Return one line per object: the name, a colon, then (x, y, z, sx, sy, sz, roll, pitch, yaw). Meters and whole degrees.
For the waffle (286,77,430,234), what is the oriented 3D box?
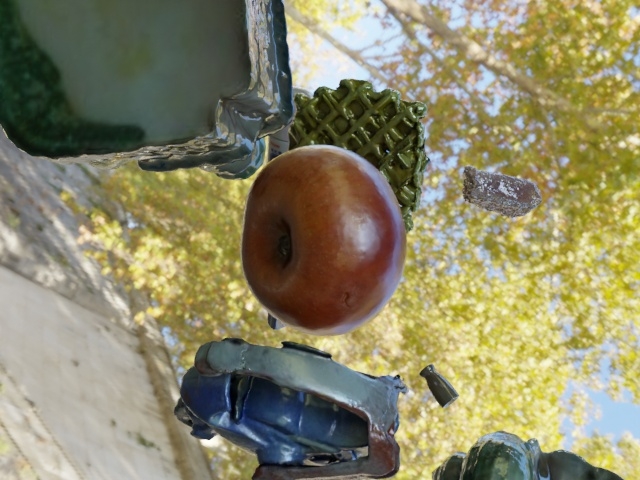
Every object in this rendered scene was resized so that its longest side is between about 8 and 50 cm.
waffle: (0.061, -0.148, 1.416, 0.073, 0.297, 0.317, -28, 125, -66)

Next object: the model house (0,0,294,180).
model house: (-0.144, -0.209, 0.734, 0.243, 0.284, 0.299, -7, -94, 16)

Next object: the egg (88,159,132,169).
egg: (-0.378, -0.222, 1.316, 0.228, 0.176, 0.177, 117, -13, -47)

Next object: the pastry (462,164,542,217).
pastry: (0.466, -0.129, 1.972, 0.112, 0.265, 0.103, -32, -132, 50)

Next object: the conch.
conch: (0.266, 0.343, 0.961, 0.277, 0.196, 0.220, 2, -150, 35)

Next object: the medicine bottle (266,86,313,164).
medicine bottle: (-0.075, -0.232, 1.918, 0.130, 0.130, 0.341, -106, -160, -58)

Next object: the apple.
apple: (0.000, 0.000, 1.064, 0.251, 0.206, 0.272, 24, -71, 52)

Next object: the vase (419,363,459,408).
vase: (0.281, 0.346, 1.760, 0.053, 0.053, 0.101, -45, -116, 18)

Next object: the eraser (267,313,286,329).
eraser: (-0.034, 0.103, 1.392, 0.036, 0.225, 0.082, 15, -75, 27)

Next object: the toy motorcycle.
toy motorcycle: (-0.044, 0.205, 0.980, 0.182, 0.318, 0.241, -73, 170, -63)
